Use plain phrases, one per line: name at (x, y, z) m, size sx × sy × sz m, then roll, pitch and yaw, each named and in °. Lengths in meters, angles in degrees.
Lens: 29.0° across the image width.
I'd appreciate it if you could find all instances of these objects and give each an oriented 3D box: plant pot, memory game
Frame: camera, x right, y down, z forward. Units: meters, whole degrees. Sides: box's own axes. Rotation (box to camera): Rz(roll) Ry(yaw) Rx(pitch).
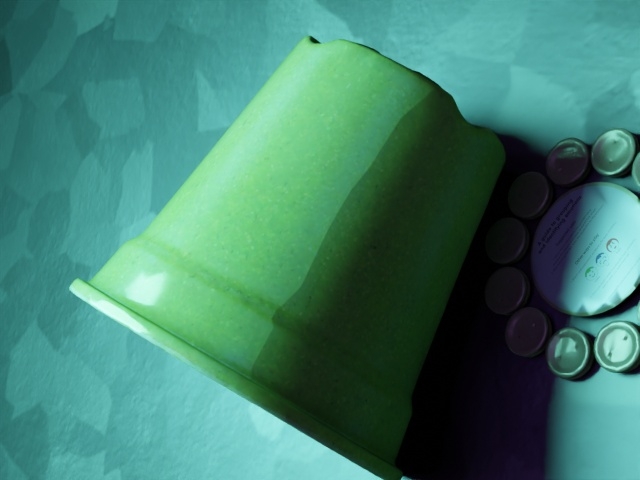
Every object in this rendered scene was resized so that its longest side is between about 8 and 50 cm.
plant pot at (0.000, 0.000, 0.915) m, size 0.276 × 0.276 × 0.253 m, roll 23°, pitch 79°, yaw 45°
memory game at (0.193, 0.008, 0.879) m, size 0.186 × 0.012 × 0.186 m, roll -17°, pitch 64°, yaw 39°
